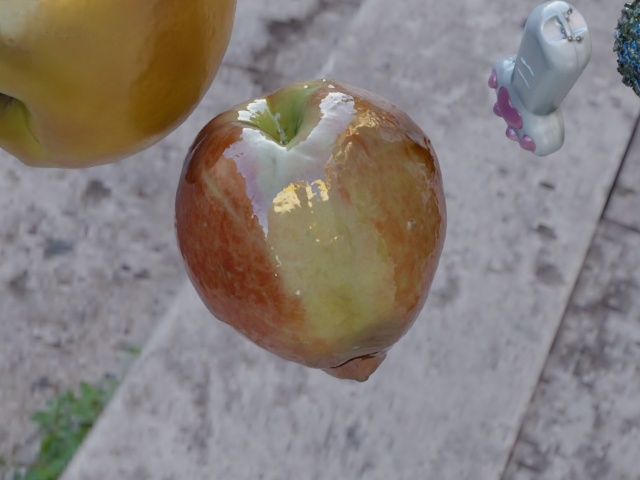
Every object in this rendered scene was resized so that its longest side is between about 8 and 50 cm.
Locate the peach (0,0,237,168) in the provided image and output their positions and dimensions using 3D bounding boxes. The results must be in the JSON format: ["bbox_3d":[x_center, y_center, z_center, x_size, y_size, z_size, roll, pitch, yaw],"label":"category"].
[{"bbox_3d":[-0.199,-0.224,1.579,0.289,0.289,0.308,29,75,16],"label":"peach"}]

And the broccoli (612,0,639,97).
[{"bbox_3d":[0.393,-0.207,1.976,0.160,0.154,0.167,-17,30,11],"label":"broccoli"}]

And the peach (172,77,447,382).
[{"bbox_3d":[0.000,0.000,1.555,0.232,0.257,0.232,-16,25,8],"label":"peach"}]

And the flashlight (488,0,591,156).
[{"bbox_3d":[0.178,-0.133,1.519,0.047,0.200,0.093,-23,75,-11],"label":"flashlight"}]
